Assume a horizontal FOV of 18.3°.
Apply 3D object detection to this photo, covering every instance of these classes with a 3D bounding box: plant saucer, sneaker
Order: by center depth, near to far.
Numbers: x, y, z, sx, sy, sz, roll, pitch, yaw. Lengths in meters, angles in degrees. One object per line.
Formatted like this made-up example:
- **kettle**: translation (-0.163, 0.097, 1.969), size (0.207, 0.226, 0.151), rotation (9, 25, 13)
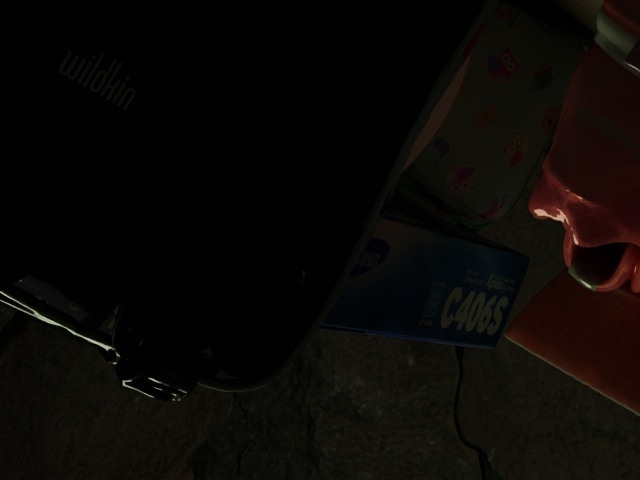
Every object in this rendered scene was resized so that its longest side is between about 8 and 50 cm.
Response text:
- **sneaker**: translation (0.171, -0.034, 1.009), size (0.116, 0.136, 0.314), rotation (36, -175, 23)
- **plant saucer**: translation (0.259, 0.043, 1.010), size (0.258, 0.048, 0.259), rotation (-5, -167, -17)

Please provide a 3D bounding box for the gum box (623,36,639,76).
- **gum box**: translation (0.197, -0.042, 0.756), size (0.107, 0.062, 0.188), rotation (36, -176, 25)

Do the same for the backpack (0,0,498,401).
- **backpack**: translation (-0.058, -0.100, 0.727), size (0.225, 0.253, 0.191), rotation (28, -169, -32)

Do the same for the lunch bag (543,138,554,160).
- **lunch bag**: translation (0.207, -0.065, 1.439), size (0.067, 0.098, 0.065), rotation (43, -177, 14)

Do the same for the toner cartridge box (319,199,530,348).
- **toner cartridge box**: translation (0.000, 0.000, 1.276), size (0.165, 0.075, 0.348), rotation (23, -176, 24)

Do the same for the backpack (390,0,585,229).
- **backpack**: translation (0.068, -0.108, 1.299), size (0.188, 0.166, 0.144), rotation (28, -176, -25)

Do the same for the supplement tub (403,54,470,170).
- **supplement tub**: translation (-0.079, -0.149, 1.026), size (0.228, 0.228, 0.316), rotation (31, -176, -34)
